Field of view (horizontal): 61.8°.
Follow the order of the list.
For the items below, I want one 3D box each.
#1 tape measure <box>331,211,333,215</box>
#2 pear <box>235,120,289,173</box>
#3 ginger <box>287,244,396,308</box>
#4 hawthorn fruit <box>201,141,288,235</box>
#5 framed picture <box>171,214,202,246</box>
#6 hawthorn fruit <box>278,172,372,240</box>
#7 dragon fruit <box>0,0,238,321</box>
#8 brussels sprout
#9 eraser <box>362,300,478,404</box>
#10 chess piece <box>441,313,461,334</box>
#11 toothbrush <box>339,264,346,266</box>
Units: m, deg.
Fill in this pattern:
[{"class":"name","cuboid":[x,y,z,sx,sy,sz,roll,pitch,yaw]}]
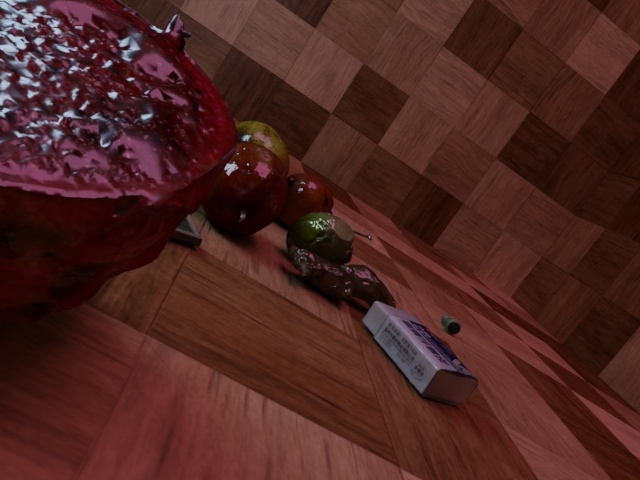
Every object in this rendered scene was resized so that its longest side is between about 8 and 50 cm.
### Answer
[{"class":"tape measure","cuboid":[-0.027,-0.086,1.595,0.125,0.081,0.146,23,16,-34]},{"class":"pear","cuboid":[-0.172,-0.204,1.356,0.197,0.197,0.197,33,11,-7]},{"class":"ginger","cuboid":[0.057,0.084,1.095,0.290,0.084,0.122,28,6,-33]},{"class":"hawthorn fruit","cuboid":[-0.148,-0.093,1.043,0.179,0.179,0.200,30,20,-20]},{"class":"framed picture","cuboid":[-0.313,-0.079,0.901,0.189,0.023,0.260,22,16,-37]},{"class":"hawthorn fruit","cuboid":[0.009,-0.071,1.438,0.285,0.165,0.165,27,13,-25]},{"class":"dragon fruit","cuboid":[-0.276,-0.089,0.443,0.386,0.249,0.371,43,30,14]},{"class":"brussels sprout","cuboid":[-0.001,-0.004,1.172,0.155,0.155,0.118,26,50,-37]},{"class":"eraser","cuboid":[0.180,0.203,0.989,0.124,0.068,0.210,23,15,-37]},{"class":"chess piece","cuboid":[0.358,0.228,1.479,0.042,0.042,0.093,33,6,-5]},{"class":"toothbrush","cuboid":[0.036,0.057,1.321,0.288,0.024,0.026,28,-2,-24]}]
